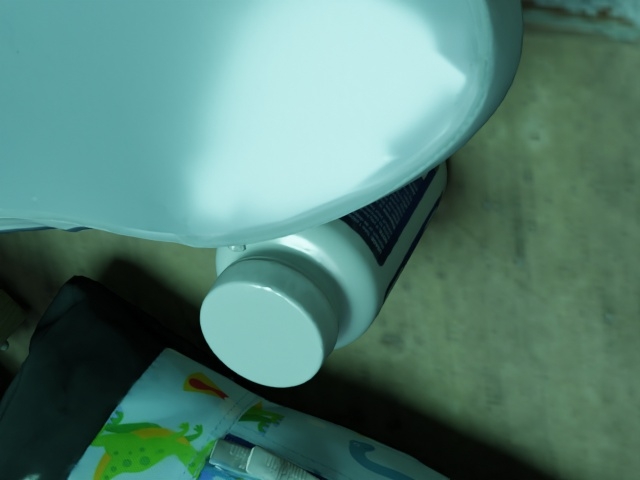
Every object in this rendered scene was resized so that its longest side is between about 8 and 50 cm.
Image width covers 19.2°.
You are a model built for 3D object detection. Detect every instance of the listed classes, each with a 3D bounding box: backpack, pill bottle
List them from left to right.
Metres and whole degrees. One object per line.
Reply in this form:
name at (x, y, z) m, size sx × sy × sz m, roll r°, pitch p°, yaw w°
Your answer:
pill bottle at (0.000, 0.000, 0.728) m, size 0.067 × 0.120 × 0.067 m, roll 14°, pitch 131°, yaw 17°
backpack at (0.002, 0.221, 0.841) m, size 0.356 × 0.273 × 0.290 m, roll 18°, pitch 127°, yaw -1°

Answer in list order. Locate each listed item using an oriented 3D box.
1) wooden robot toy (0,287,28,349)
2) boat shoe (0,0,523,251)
wooden robot toy at (-0.218, 0.002, 0.870) m, size 0.076 × 0.079 × 0.173 m, roll -19°, pitch 115°, yaw 37°
boat shoe at (-0.080, -0.060, 0.708) m, size 0.367 × 0.156 × 0.135 m, roll -13°, pitch 100°, yaw 29°
